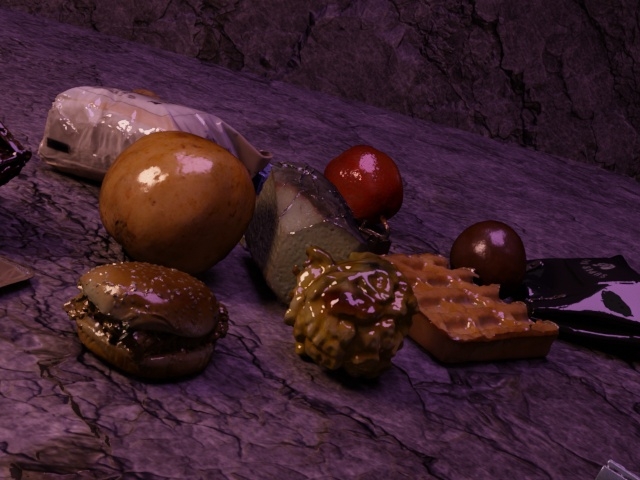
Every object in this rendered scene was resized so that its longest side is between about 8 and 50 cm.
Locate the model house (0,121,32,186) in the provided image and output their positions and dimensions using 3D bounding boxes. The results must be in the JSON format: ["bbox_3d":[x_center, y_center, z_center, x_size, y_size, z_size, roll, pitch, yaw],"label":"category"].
[{"bbox_3d":[-0.639,-0.117,1.468,0.283,0.297,0.317,15,-22,-37],"label":"model house"}]

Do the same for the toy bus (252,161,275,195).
[{"bbox_3d":[-0.133,-0.138,2.144,0.076,0.073,0.167,31,21,29],"label":"toy bus"}]

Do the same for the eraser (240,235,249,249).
[{"bbox_3d":[-0.142,-0.004,1.830,0.038,0.019,0.083,11,20,-26],"label":"eraser"}]

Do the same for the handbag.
[{"bbox_3d":[0.548,0.115,1.962,0.288,0.152,0.342,3,19,-6],"label":"handbag"}]

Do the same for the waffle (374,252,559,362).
[{"bbox_3d":[0.230,0.117,1.741,0.304,0.077,0.348,1,25,-40],"label":"waffle"}]

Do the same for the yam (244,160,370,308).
[{"bbox_3d":[-0.016,0.002,1.643,0.201,0.202,0.271,21,17,-14],"label":"yam"}]

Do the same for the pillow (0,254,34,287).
[{"bbox_3d":[-0.506,0.050,1.306,0.130,0.033,0.217,22,18,9],"label":"pillow"}]

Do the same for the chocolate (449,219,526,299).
[{"bbox_3d":[0.349,0.049,1.927,0.177,0.176,0.176,16,18,-5],"label":"chocolate"}]

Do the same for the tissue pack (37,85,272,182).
[{"bbox_3d":[-0.345,-0.208,1.942,0.390,0.195,0.375,16,12,23],"label":"tissue pack"}]

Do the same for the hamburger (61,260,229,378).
[{"bbox_3d":[-0.230,0.098,1.291,0.215,0.122,0.189,3,21,-44],"label":"hamburger"}]

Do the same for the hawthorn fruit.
[{"bbox_3d":[0.108,-0.106,2.151,0.197,0.196,0.225,1,47,-42],"label":"hawthorn fruit"}]

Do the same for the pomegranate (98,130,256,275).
[{"bbox_3d":[-0.246,-0.065,1.569,0.260,0.260,0.260,16,18,-5],"label":"pomegranate"}]

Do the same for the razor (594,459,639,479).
[{"bbox_3d":[0.482,0.352,1.329,0.106,0.068,0.232,31,18,34],"label":"razor"}]

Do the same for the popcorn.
[{"bbox_3d":[0.045,0.110,1.435,0.189,0.169,0.218,17,35,20],"label":"popcorn"}]

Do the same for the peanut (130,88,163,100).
[{"bbox_3d":[-0.447,-0.334,2.385,0.108,0.095,0.226,11,18,-31],"label":"peanut"}]

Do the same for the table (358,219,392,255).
[{"bbox_3d":[0.094,0.010,1.911,0.083,0.082,0.070,28,21,26],"label":"table"}]

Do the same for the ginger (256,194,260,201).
[{"bbox_3d":[-0.084,-0.043,1.893,0.333,0.080,0.166,28,1,17],"label":"ginger"}]
